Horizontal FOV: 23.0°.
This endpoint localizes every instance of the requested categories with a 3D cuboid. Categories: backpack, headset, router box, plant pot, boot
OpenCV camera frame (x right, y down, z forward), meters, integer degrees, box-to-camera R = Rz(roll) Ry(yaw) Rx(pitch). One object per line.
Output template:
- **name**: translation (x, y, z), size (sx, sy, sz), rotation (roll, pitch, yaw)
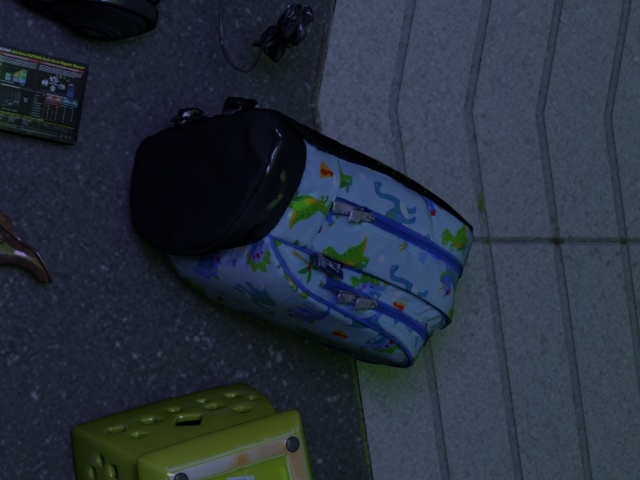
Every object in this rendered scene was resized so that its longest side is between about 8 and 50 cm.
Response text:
- **backpack**: translation (0.000, 0.000, 1.769), size (0.356, 0.290, 0.273), rotation (9, 81, -37)
- **headset**: translation (-0.192, -0.323, 1.699), size (0.394, 0.185, 0.243), rotation (36, 75, -12)
- **router box**: translation (-0.320, -0.160, 1.719), size (0.122, 0.038, 0.092), rotation (11, 87, -28)
- **plant pot**: translation (-0.122, 0.297, 1.742), size (0.228, 0.207, 0.227), rotation (-14, 97, -28)
- **boot**: translation (-0.362, 0.037, 1.703), size (0.114, 0.037, 0.106), rotation (-44, 97, -23)
